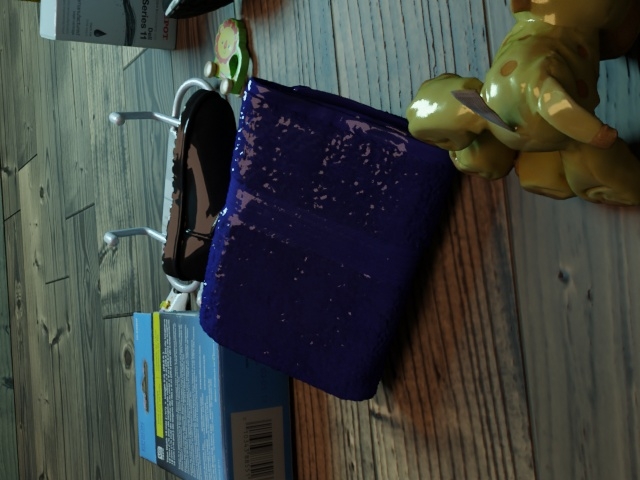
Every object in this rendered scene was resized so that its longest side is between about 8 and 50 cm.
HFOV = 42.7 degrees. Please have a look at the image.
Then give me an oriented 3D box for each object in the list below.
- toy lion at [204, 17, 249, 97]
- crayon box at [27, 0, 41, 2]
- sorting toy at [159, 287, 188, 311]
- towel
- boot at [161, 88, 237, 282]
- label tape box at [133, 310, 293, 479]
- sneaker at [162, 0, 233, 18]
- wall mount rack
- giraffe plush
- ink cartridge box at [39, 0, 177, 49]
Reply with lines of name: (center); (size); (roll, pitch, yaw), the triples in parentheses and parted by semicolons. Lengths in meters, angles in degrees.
toy lion: (-0.128, -0.268, 1.178); (0.100, 0.034, 0.096); (50, 124, 45)
crayon box: (-0.479, -0.527, 1.448); (0.081, 0.318, 0.202); (1, 93, 58)
sorting toy: (-0.249, 0.111, 1.392); (0.083, 0.045, 0.075); (23, 92, 55)
towel: (0.000, 0.000, 0.865); (0.228, 0.076, 0.308); (22, 114, 15)
boot: (-0.075, -0.047, 0.985); (0.207, 0.094, 0.246); (12, 96, 20)
label tape box: (-0.165, 0.222, 1.193); (0.334, 0.106, 0.240); (-4, 88, 59)
sneaker: (-0.135, -0.410, 1.088); (0.283, 0.107, 0.124); (-31, 83, 45)
wall mount rack: (-0.209, -0.060, 1.227); (0.304, 0.130, 0.350); (23, 113, 41)
giraffe plush: (0.167, -0.140, 0.597); (0.181, 0.210, 0.170); (18, 83, 25)
ink cartridge box: (-0.342, -0.398, 1.344); (0.087, 0.208, 0.153); (26, 114, 52)
